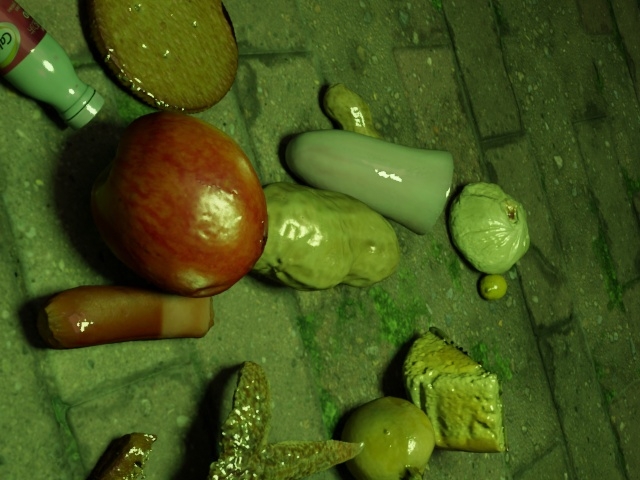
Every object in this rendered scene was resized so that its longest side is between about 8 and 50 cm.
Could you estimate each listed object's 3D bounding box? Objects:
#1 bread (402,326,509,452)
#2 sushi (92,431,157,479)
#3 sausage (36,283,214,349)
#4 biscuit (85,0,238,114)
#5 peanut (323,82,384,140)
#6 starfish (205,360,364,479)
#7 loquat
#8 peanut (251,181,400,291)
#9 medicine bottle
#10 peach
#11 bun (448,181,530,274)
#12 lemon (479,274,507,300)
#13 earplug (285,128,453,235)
[{"bbox_3d":[0.244,0.310,1.681,0.163,0.262,0.204,-21,111,-16],"label":"bread"},{"bbox_3d":[-0.279,0.323,1.254,0.118,0.061,0.060,-47,114,-13],"label":"sushi"},{"bbox_3d":[-0.281,0.111,1.295,0.300,0.083,0.089,2,71,-48],"label":"sausage"},{"bbox_3d":[-0.263,-0.354,1.476,0.305,0.038,0.305,17,65,-42],"label":"biscuit"},{"bbox_3d":[0.067,-0.225,1.748,0.089,0.089,0.192,-32,98,-46],"label":"peanut"},{"bbox_3d":[-0.127,0.376,1.357,0.384,0.132,0.398,41,56,-36],"label":"starfish"},{"bbox_3d":[0.127,0.372,1.571,0.172,0.204,0.149,-19,127,-19],"label":"loquat"},{"bbox_3d":[0.000,0.000,1.539,0.387,0.169,0.192,6,40,-45],"label":"peanut"},{"bbox_3d":[-0.412,-0.256,1.256,0.216,0.090,0.090,45,51,-27],"label":"medicine bottle"},{"bbox_3d":[-0.199,-0.054,1.303,0.281,0.238,0.281,23,44,-24],"label":"peach"},{"bbox_3d":[0.397,-0.039,1.984,0.220,0.134,0.220,19,58,-32],"label":"bun"},{"bbox_3d":[0.397,0.106,2.003,0.083,0.062,0.062,-18,92,-60],"label":"lemon"},{"bbox_3d":[0.079,-0.131,1.649,0.301,0.172,0.172,16,65,-13],"label":"earplug"}]
